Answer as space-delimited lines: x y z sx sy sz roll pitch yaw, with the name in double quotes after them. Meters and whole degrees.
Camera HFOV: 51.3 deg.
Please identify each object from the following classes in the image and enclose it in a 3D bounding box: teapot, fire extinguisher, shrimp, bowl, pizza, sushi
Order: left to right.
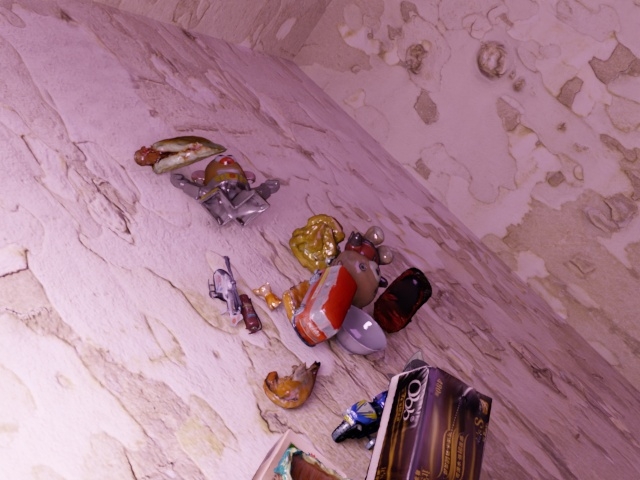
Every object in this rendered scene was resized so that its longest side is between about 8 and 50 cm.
-0.192 0.204 1.792 0.056 0.039 0.132 8 37 -35 "fire extinguisher"
-0.060 0.338 1.700 0.117 0.066 0.262 39 22 1 "shrimp"
-0.042 0.192 1.968 0.147 0.069 0.226 59 29 -2 "pizza"
0.099 0.284 1.997 0.189 0.086 0.189 33 23 -16 "bowl"
0.274 0.197 2.226 0.136 0.225 0.126 38 25 13 "sushi"
0.275 0.410 1.985 0.111 0.108 0.149 10 40 -41 "teapot"

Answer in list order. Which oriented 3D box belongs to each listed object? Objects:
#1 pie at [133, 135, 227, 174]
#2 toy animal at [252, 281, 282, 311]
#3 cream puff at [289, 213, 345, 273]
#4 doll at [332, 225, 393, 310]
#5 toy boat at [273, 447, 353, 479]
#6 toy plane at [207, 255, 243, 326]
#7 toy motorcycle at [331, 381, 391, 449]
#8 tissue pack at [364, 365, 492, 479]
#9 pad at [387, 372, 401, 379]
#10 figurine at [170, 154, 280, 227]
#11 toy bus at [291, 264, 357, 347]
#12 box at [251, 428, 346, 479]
-0.429 -0.281 2.131 0.258 0.105 0.274 -3 14 15 "pie"
-0.153 0.160 1.904 0.083 0.060 0.081 48 23 2 "toy animal"
-0.005 -0.003 2.266 0.195 0.194 0.221 37 20 -2 "cream puff"
0.126 0.089 2.233 0.330 0.174 0.234 -63 139 -53 "doll"
0.039 0.496 1.292 0.293 0.099 0.108 27 28 -14 "toy boat"
-0.251 0.142 1.774 0.053 0.078 0.197 17 45 -44 "toy plane"
0.148 0.434 1.689 0.315 0.169 0.113 1 44 -54 "toy motorcycle"
0.230 0.497 1.501 0.210 0.198 0.369 33 56 -22 "tissue pack"
0.329 0.478 2.069 0.265 0.009 0.159 13 34 -43 "pad"
-0.301 -0.170 2.153 0.343 0.167 0.284 23 23 -27 "figurine"
0.016 0.180 1.879 0.121 0.120 0.265 55 33 -18 "toy bus"
-0.056 0.516 1.348 0.168 0.095 0.212 41 24 0 "box"
